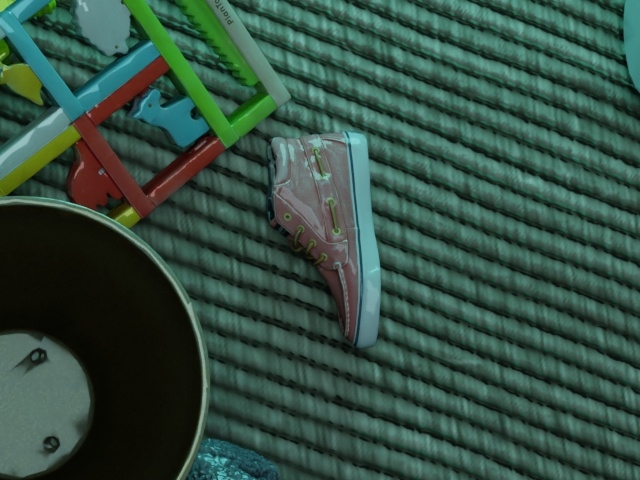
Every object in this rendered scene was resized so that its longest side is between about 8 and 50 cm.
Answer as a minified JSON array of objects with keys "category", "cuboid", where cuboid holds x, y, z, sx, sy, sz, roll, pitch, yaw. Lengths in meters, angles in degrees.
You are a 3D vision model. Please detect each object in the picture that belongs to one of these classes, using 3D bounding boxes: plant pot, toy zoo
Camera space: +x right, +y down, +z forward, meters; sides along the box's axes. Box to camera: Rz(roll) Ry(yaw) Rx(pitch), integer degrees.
[{"category":"plant pot","cuboid":[-0.210,0.109,1.120,0.237,0.254,0.237,2,80,-11]},{"category":"toy zoo","cuboid":[-0.186,-0.098,1.239,0.293,0.030,0.192,-40,111,-14]}]

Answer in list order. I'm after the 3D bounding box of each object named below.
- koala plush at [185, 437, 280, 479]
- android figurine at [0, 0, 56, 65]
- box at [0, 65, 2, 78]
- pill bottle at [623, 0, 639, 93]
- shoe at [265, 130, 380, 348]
[{"category":"koala plush","cuboid":[0.001,0.266,1.181,0.221,0.196,0.203,8,91,-10]},{"category":"android figurine","cuboid":[-0.345,-0.184,1.243,0.273,0.056,0.248,-17,85,-12]},{"category":"box","cuboid":[-0.391,-0.106,1.102,0.311,0.121,0.148,20,99,-7]},{"category":"pill bottle","cuboid":[0.405,-0.180,1.332,0.278,0.162,0.162,-1,81,-10]},{"category":"shoe","cuboid":[0.000,0.000,1.279,0.081,0.063,0.178,-2,76,-10]}]
